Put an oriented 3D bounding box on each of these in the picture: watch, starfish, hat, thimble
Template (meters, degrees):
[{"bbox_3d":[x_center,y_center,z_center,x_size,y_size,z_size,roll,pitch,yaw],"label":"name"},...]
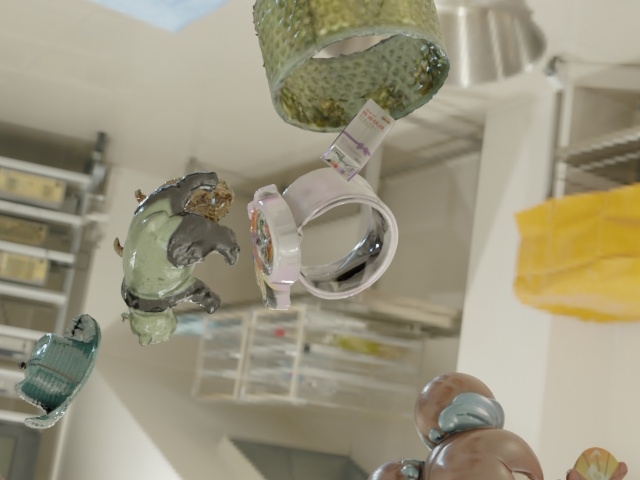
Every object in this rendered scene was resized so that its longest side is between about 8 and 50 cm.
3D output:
[{"bbox_3d":[0.000,0.000,1.903,0.231,0.244,0.196,-13,-147,-18],"label":"watch"},{"bbox_3d":[-0.196,-0.025,1.467,0.074,0.146,0.190,44,160,-32],"label":"starfish"},{"bbox_3d":[-0.326,0.159,1.351,0.078,0.138,0.191,24,149,-13],"label":"hat"},{"bbox_3d":[0.048,-0.281,1.601,0.271,0.150,0.271,-10,156,-4],"label":"thimble"}]

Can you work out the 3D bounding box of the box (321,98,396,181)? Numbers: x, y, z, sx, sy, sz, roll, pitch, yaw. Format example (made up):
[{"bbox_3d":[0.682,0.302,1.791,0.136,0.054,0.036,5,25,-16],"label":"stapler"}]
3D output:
[{"bbox_3d":[0.050,-0.128,1.426,0.050,0.117,0.036,43,135,-4],"label":"box"}]

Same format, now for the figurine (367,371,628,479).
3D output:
[{"bbox_3d":[0.285,0.391,1.637,0.388,0.277,0.248,35,165,-13],"label":"figurine"}]

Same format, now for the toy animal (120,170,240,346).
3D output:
[{"bbox_3d":[-0.170,0.032,1.277,0.121,0.094,0.225,-22,150,-35],"label":"toy animal"}]

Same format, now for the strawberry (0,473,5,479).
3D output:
[{"bbox_3d":[-0.471,0.362,1.317,0.220,0.274,0.274,-14,156,41],"label":"strawberry"}]
